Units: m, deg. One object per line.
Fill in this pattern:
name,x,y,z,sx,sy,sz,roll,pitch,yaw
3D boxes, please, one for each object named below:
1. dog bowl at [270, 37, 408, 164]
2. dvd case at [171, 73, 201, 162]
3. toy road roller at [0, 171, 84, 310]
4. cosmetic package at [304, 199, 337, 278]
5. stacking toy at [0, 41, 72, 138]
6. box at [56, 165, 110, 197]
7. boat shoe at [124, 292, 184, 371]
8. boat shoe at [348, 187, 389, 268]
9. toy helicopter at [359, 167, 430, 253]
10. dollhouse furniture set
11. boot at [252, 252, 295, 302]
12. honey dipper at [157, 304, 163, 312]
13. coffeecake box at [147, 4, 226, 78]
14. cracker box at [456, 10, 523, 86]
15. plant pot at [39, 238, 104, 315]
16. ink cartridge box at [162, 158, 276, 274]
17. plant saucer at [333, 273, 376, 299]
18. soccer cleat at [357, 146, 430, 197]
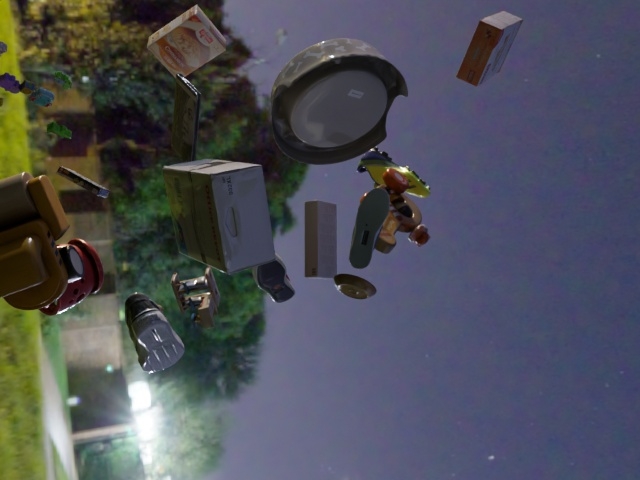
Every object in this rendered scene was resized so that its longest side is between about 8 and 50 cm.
dog bowl,0.036,-0.343,1.737,0.349,0.349,0.102,113,-35,-47
dvd case,-0.377,-0.332,1.969,0.164,0.018,0.221,47,-45,46
toy road roller,-0.740,0.011,1.732,0.240,0.202,0.329,-112,-177,-80
cosmetic package,0.000,0.000,2.201,0.060,0.099,0.239,-6,-100,41
stacking toy,-0.665,-0.336,1.595,0.052,0.221,0.167,-26,-122,33
box,-0.698,-0.172,2.082,0.027,0.137,0.094,-62,180,-2
boat shoe,-0.425,0.231,1.801,0.119,0.121,0.335,60,-21,25
boat shoe,0.102,-0.031,1.549,0.083,0.065,0.183,-81,-172,-79
toy helicopter,0.213,-0.044,1.999,0.140,0.235,0.355,-47,-177,29
dollhouse furniture set,-0.411,0.189,2.284,0.184,0.129,0.129,-93,170,-64
boot,-0.153,0.048,1.905,0.176,0.088,0.244,62,-3,29
honey dipper,-0.439,0.177,1.819,0.161,0.030,0.030,80,2,-82
coffeecake box,-0.398,-0.589,2.111,0.185,0.142,0.068,-27,-138,19
cracker box,0.447,-0.506,1.853,0.067,0.232,0.156,30,-56,16
plant pot,-0.729,0.099,2.016,0.191,0.174,0.191,16,-63,35
ink cartridge box,-0.239,-0.066,1.637,0.307,0.129,0.223,15,-63,58
plant saucer,0.061,0.088,1.299,0.083,0.083,0.015,-44,-157,61
soccer cleat,0.244,-0.204,2.364,0.289,0.093,0.121,38,-87,31
